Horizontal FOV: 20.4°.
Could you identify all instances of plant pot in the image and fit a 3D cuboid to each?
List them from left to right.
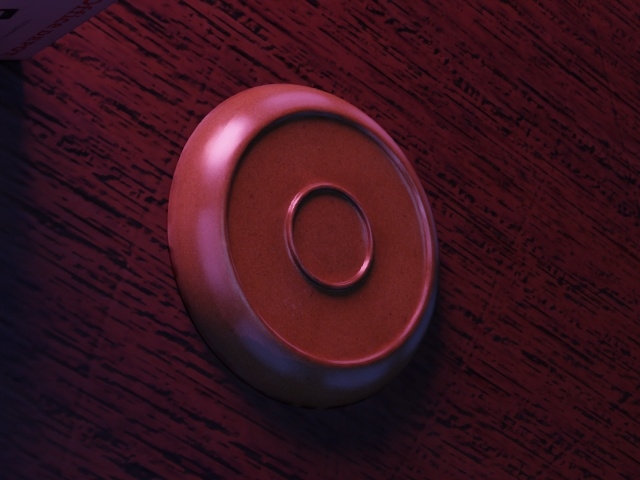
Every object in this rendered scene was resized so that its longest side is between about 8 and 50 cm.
[{"bbox_3d":[0.000,0.000,1.252,0.236,0.032,0.236,10,73,-35],"label":"plant pot"}]

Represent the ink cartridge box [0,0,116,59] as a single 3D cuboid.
[{"bbox_3d":[-0.232,-0.164,1.040,0.203,0.148,0.086,-5,80,-38],"label":"ink cartridge box"}]
